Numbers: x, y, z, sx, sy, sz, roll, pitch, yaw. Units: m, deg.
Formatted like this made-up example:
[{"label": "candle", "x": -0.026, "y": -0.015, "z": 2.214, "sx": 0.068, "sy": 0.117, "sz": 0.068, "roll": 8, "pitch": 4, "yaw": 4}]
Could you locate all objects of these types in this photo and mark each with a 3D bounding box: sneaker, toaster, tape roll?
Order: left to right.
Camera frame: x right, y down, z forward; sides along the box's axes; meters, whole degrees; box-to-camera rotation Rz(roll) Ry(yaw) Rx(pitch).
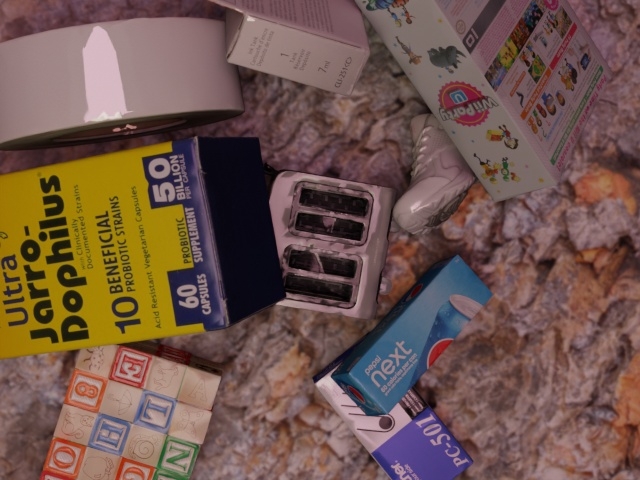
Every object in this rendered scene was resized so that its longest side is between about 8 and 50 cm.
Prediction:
[{"label": "tape roll", "x": -0.230, "y": -0.169, "z": 1.104, "sx": 0.286, "sy": 0.286, "sz": 0.100, "roll": -10, "pitch": 94, "yaw": -4}, {"label": "toaster", "x": 0.000, "y": 0.000, "z": 1.214, "sx": 0.186, "sy": 0.110, "sz": 0.168, "roll": 10, "pitch": 91, "yaw": -4}, {"label": "sneaker", "x": 0.140, "y": -0.096, "z": 1.208, "sx": 0.115, "sy": 0.090, "sz": 0.232, "roll": 40, "pitch": 49, "yaw": 10}]

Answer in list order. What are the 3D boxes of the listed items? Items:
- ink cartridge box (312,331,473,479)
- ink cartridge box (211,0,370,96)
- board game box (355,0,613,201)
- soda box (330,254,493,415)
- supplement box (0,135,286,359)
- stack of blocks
[{"label": "ink cartridge box", "x": 0.091, "y": 0.227, "z": 1.264, "sx": 0.097, "sy": 0.046, "sz": 0.207, "roll": -38, "pitch": 94, "yaw": -1}, {"label": "ink cartridge box", "x": -0.088, "y": -0.293, "z": 1.090, "sx": 0.261, "sy": 0.296, "sz": 0.066, "roll": 15, "pitch": 127, "yaw": -17}, {"label": "board game box", "x": 0.192, "y": -0.232, "z": 1.132, "sx": 0.303, "sy": 0.097, "sz": 0.224, "roll": 51, "pitch": 51, "yaw": -20}, {"label": "soda box", "x": 0.113, "y": 0.115, "z": 1.216, "sx": 0.071, "sy": 0.067, "sz": 0.210, "roll": 47, "pitch": 69, "yaw": -6}, {"label": "supplement box", "x": -0.245, "y": 0.010, "z": 1.100, "sx": 0.356, "sy": 0.195, "sz": 0.194, "roll": -9, "pitch": 93, "yaw": 17}, {"label": "stack of blocks", "x": -0.244, "y": 0.274, "z": 1.220, "sx": 0.171, "sy": 0.087, "sz": 0.297, "roll": 18, "pitch": 91, "yaw": -5}]
